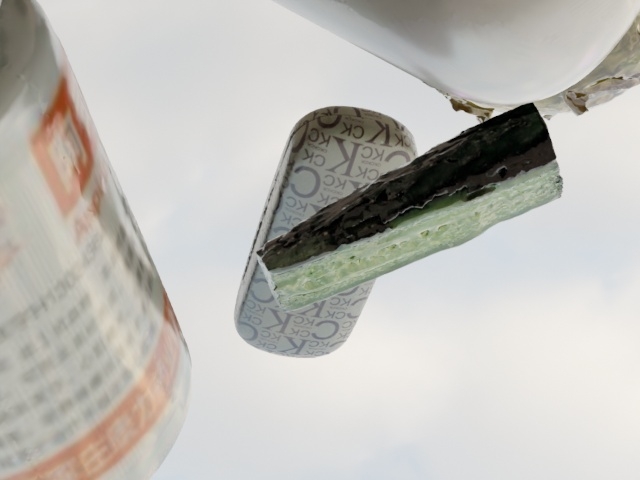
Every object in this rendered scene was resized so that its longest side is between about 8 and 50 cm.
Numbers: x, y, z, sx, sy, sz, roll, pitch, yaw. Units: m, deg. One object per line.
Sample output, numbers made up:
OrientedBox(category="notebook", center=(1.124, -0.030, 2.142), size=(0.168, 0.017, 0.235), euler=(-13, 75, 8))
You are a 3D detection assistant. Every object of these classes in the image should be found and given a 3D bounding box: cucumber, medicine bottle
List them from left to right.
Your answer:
OrientedBox(category="medicine bottle", center=(-0.210, -0.026, 0.738), size=(0.211, 0.371, 0.211), euler=(-10, -140, 9))
OrientedBox(category="cucumber", center=(0.055, -0.025, 0.994), size=(0.211, 0.078, 0.062), euler=(-22, -116, 3))

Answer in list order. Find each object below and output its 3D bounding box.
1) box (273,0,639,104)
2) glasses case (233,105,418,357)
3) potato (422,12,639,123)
OrientedBox(category="box", center=(0.108, -0.260, 0.843), size=(0.288, 0.141, 0.349), euler=(33, -93, 33))
OrientedBox(category="glasses case", center=(0.000, 0.000, 1.577), size=(0.137, 0.355, 0.085), euler=(10, -136, -11))
OrientedBox(category="potato", center=(0.155, -0.233, 1.074), size=(0.246, 0.300, 0.196), euler=(-23, -166, 3))
